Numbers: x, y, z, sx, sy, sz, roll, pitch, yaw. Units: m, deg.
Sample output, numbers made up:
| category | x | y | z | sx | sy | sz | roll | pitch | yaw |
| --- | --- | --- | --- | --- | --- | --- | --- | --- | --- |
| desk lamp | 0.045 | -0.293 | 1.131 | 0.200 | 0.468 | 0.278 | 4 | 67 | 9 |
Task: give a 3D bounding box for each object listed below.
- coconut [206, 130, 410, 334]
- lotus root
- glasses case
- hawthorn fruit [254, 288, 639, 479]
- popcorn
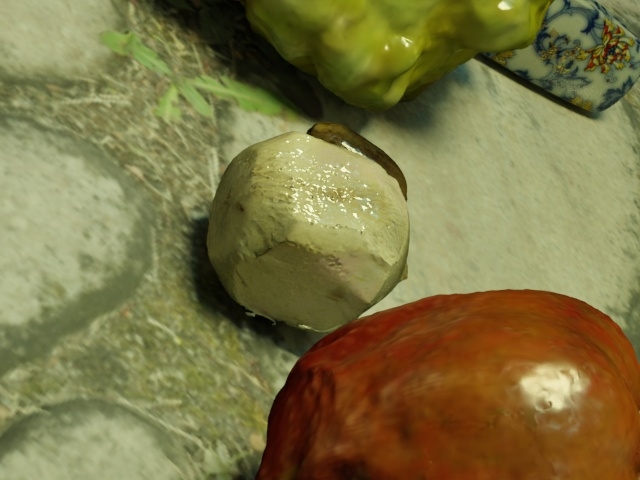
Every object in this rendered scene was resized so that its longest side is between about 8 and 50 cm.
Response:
| category | x | y | z | sx | sy | sz | roll | pitch | yaw |
| --- | --- | --- | --- | --- | --- | --- | --- | --- | --- |
| coconut | 0.000 | 0.000 | 0.913 | 0.124 | 0.110 | 0.110 | 20 | 39 | -22 |
| lotus root | 0.028 | -0.054 | 1.070 | 0.083 | 0.030 | 0.037 | 36 | 32 | -14 |
| glasses case | 0.169 | -0.189 | 1.324 | 0.248 | 0.087 | 0.065 | 25 | 25 | -26 |
| hawthorn fruit | 0.040 | 0.126 | 0.761 | 0.207 | 0.243 | 0.207 | -5 | 90 | -80 |
| popcorn | 0.056 | -0.260 | 1.089 | 0.334 | 0.292 | 0.293 | -10 | 71 | -38 |
